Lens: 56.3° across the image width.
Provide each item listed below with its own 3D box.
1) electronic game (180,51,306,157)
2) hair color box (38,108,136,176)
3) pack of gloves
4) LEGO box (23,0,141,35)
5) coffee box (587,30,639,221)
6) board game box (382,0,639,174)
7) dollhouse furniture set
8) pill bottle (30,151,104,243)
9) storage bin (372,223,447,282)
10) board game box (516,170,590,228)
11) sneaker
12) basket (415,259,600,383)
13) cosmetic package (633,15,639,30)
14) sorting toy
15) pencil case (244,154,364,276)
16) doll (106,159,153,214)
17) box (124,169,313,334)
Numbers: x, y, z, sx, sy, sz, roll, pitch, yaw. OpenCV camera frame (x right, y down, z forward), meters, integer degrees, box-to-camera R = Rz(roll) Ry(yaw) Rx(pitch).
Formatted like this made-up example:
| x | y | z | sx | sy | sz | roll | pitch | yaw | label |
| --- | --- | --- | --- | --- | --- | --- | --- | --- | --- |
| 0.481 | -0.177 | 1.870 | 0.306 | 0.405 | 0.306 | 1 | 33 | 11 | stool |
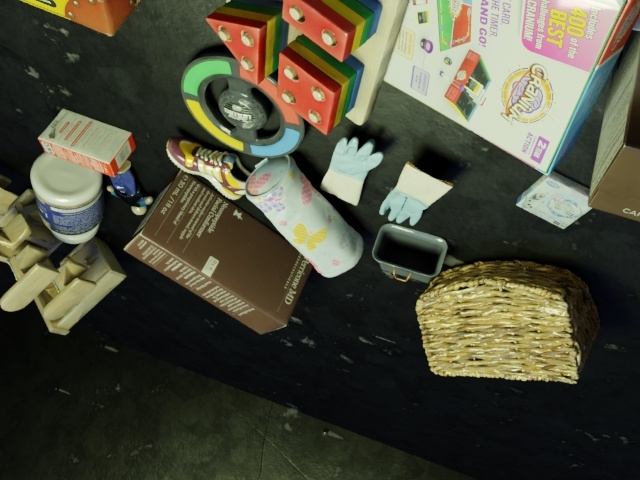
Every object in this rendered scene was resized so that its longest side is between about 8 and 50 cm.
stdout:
| x | y | z | sx | sy | sz | roll | pitch | yaw | label |
| --- | --- | --- | --- | --- | --- | --- | --- | --- | --- |
| -0.131 | -0.224 | 1.018 | 0.230 | 0.048 | 0.229 | 18 | 150 | 11 | electronic game |
| -0.489 | -0.206 | 1.261 | 0.167 | 0.093 | 0.053 | 21 | 150 | 7 | hair color box |
| 0.111 | -0.110 | 1.052 | 0.195 | 0.046 | 0.232 | 25 | 161 | -1 | pack of gloves |
| -0.424 | -0.498 | 0.632 | 0.501 | 0.193 | 0.372 | 22 | 151 | 2 | LEGO box |
| 0.370 | -0.134 | 0.600 | 0.141 | 0.246 | 0.098 | 17 | 150 | 11 | coffee box |
| 0.158 | -0.240 | 0.652 | 0.317 | 0.064 | 0.242 | 37 | 157 | 21 | board game box |
| -0.772 | 0.077 | 1.615 | 0.362 | 0.256 | 0.394 | 49 | -176 | 27 | dollhouse furniture set |
| -0.607 | -0.100 | 1.458 | 0.153 | 0.153 | 0.264 | 26 | 150 | -4 | pill bottle |
| 0.175 | 0.040 | 1.192 | 0.135 | 0.098 | 0.091 | 16 | 160 | 14 | storage bin |
| 0.373 | -0.064 | 0.943 | 0.090 | 0.020 | 0.090 | 26 | 151 | -3 | board game box |
| -0.209 | -0.156 | 1.177 | 0.186 | 0.069 | 0.084 | 32 | 142 | -25 | sneaker |
| 0.365 | 0.130 | 1.177 | 0.299 | 0.223 | 0.213 | -6 | 107 | 37 | basket |
| 0.315 | -0.305 | 0.510 | 0.127 | 0.107 | 0.238 | 17 | 153 | 14 | cosmetic package |
| -0.040 | -0.273 | 0.730 | 0.255 | 0.089 | 0.257 | 40 | 158 | 11 | sorting toy |
| -0.026 | -0.046 | 1.168 | 0.114 | 0.124 | 0.273 | -27 | 129 | 22 | pencil case |
| -0.454 | -0.119 | 1.425 | 0.129 | 0.046 | 0.189 | 18 | 150 | 12 | doll |
| -0.221 | 0.034 | 1.360 | 0.382 | 0.191 | 0.143 | 35 | 149 | -20 | box |
